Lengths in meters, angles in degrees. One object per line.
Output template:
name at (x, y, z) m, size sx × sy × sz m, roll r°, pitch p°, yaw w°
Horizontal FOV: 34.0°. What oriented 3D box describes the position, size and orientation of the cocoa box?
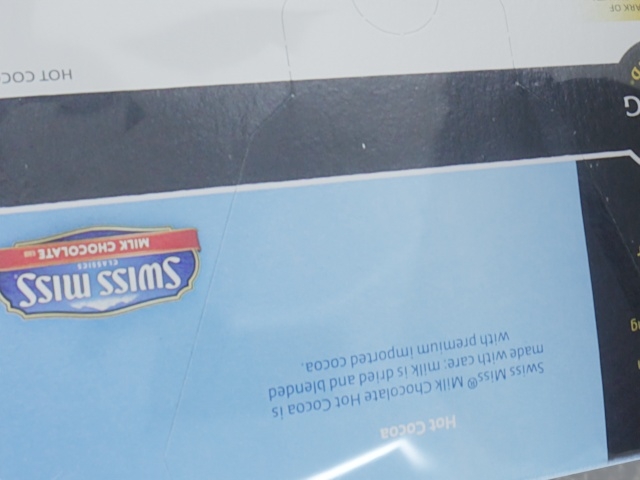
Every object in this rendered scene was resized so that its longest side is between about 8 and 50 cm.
cocoa box at (0.000, 0.000, 0.499) m, size 0.347 × 0.231 × 0.228 m, roll -6°, pitch 87°, yaw -20°
